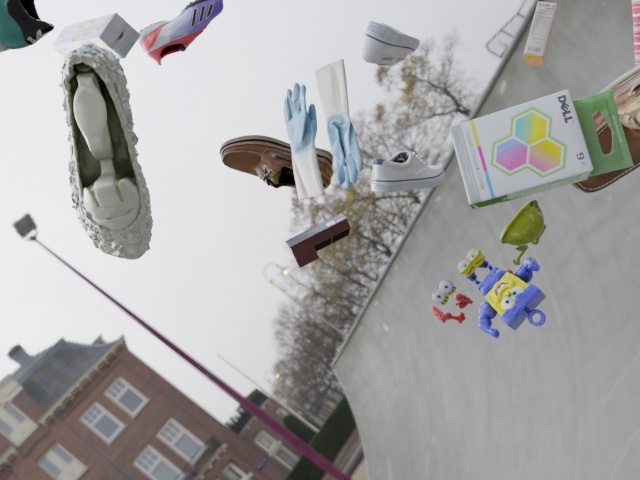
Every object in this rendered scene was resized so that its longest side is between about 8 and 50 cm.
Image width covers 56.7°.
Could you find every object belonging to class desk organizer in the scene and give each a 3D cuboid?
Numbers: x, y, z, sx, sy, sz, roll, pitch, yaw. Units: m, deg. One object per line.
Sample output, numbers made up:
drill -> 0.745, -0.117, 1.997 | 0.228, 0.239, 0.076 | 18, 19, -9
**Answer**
desk organizer -> 0.000, 0.000, 1.183 | 0.130, 0.050, 0.047 | -27, 20, -7

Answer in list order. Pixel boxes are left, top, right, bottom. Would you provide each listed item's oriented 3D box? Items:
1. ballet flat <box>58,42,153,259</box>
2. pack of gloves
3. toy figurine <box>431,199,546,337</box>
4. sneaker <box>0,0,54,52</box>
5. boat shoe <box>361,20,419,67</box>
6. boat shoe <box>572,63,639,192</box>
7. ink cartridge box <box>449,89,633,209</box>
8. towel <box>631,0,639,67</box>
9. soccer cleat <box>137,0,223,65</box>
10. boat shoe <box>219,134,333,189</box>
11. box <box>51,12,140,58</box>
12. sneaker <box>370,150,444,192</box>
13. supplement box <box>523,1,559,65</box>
ballet flat -> -0.399, -0.146, 1.077 | 0.147, 0.147, 0.408 | -35, -58, -60
pack of gloves -> 0.012, -0.207, 1.146 | 0.046, 0.232, 0.195 | -13, 4, -41
toy figurine -> 0.462, 0.111, 1.378 | 0.362, 0.217, 0.191 | -48, -45, 6
sneaker -> -0.504, -0.455, 0.926 | 0.108, 0.121, 0.302 | -90, -12, -75
boat shoe -> 0.127, -0.378, 1.158 | 0.226, 0.083, 0.075 | -23, -39, -61
boat shoe -> 0.475, -0.189, 0.829 | 0.324, 0.123, 0.116 | -53, 8, 29
ink cartridge box -> 0.284, -0.121, 0.766 | 0.209, 0.109, 0.062 | -15, -9, 16
towel -> 0.699, -0.418, 1.197 | 0.031, 0.274, 0.199 | -17, 21, -6
soccer cleat -> -0.432, -0.680, 1.922 | 0.318, 0.116, 0.108 | -35, -5, -17
boat shoe -> -0.118, -0.199, 1.565 | 0.110, 0.307, 0.104 | 96, 179, -58
box -> -0.487, -0.427, 1.268 | 0.063, 0.324, 0.067 | 40, -104, -39
sneaker -> 0.226, -0.177, 1.476 | 0.258, 0.094, 0.091 | -14, -69, -45
supplement box -> 0.400, -0.373, 1.076 | 0.062, 0.036, 0.098 | -6, -69, -66
